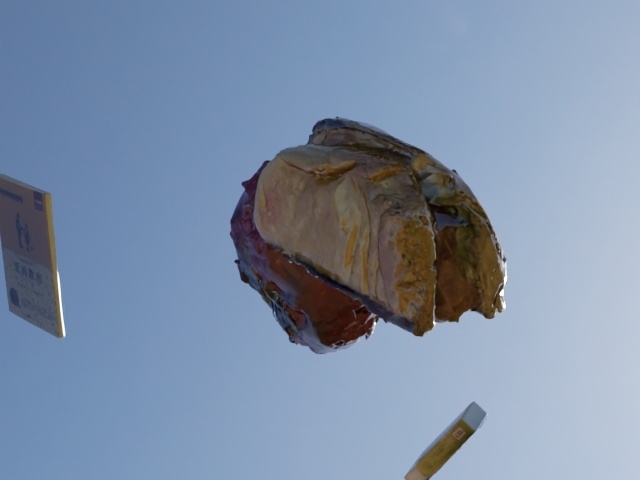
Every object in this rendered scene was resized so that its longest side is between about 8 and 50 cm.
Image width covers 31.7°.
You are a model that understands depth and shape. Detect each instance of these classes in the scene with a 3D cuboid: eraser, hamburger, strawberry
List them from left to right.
[{"bbox_3d":[0.000,0.000,1.515,0.220,0.274,0.274,-35,-46,-14],"label":"strawberry"},{"bbox_3d":[0.045,-0.028,0.906,0.124,0.262,0.131,-11,-65,-33],"label":"hamburger"},{"bbox_3d":[0.105,0.173,0.949,0.019,0.038,0.083,42,-62,5],"label":"eraser"}]

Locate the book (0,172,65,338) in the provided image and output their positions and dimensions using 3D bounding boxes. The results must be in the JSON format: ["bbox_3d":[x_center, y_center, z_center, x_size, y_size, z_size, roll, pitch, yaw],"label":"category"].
[{"bbox_3d":[-0.333,0.017,1.287,0.012,0.118,0.172,-17,-66,-40],"label":"book"}]
